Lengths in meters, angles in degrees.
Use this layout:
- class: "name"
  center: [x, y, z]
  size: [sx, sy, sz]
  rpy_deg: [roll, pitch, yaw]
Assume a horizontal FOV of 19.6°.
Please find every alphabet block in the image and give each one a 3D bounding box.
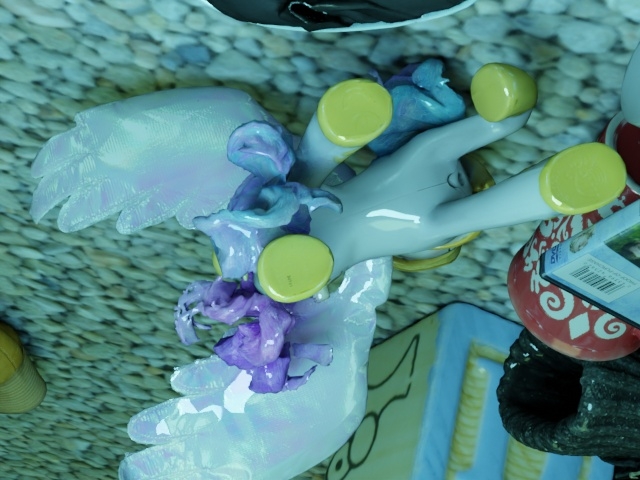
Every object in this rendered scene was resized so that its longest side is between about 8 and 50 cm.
- class: "alphabet block"
  center: [0.133, 0.192, 1.659]
  size: [0.193, 0.192, 0.197]
  rpy_deg: [24, 153, -18]

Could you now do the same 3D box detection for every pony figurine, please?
- class: "pony figurine"
  center: [0.000, 0.000, 1.235]
  size: [0.351, 0.302, 0.363]
  rpy_deg: [-17, 174, -10]

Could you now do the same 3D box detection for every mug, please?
- class: "mug"
  center: [0.226, 0.000, 1.282]
  size: [0.150, 0.113, 0.169]
  rpy_deg: [26, 141, 4]

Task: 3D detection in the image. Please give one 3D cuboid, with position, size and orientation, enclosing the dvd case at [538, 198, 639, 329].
- class: "dvd case"
  center: [0.283, 0.003, 1.128]
  size: [0.180, 0.022, 0.253]
  rpy_deg: [26, 142, -27]

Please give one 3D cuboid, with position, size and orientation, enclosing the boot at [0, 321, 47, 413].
- class: "boot"
  center: [-0.439, 0.104, 1.876]
  size: [0.295, 0.104, 0.211]
  rpy_deg: [-3, 145, 21]

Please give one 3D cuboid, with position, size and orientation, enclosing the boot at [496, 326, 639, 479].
- class: "boot"
  center: [0.316, 0.123, 1.420]
  size: [0.260, 0.131, 0.348]
  rpy_deg: [23, 154, -19]

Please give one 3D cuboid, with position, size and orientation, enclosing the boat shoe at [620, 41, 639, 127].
- class: "boat shoe"
  center: [0.280, -0.112, 1.075]
  size: [0.088, 0.096, 0.267]
  rpy_deg: [18, 156, -20]

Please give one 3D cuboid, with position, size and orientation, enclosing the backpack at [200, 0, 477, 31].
- class: "backpack"
  center: [-0.016, -0.217, 0.885]
  size: [0.225, 0.191, 0.253]
  rpy_deg: [-2, 144, 35]

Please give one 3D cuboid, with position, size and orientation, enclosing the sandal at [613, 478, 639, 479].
- class: "sandal"
  center: [0.275, 0.292, 1.722]
  size: [0.168, 0.107, 0.446]
  rpy_deg: [-6, -179, -12]
